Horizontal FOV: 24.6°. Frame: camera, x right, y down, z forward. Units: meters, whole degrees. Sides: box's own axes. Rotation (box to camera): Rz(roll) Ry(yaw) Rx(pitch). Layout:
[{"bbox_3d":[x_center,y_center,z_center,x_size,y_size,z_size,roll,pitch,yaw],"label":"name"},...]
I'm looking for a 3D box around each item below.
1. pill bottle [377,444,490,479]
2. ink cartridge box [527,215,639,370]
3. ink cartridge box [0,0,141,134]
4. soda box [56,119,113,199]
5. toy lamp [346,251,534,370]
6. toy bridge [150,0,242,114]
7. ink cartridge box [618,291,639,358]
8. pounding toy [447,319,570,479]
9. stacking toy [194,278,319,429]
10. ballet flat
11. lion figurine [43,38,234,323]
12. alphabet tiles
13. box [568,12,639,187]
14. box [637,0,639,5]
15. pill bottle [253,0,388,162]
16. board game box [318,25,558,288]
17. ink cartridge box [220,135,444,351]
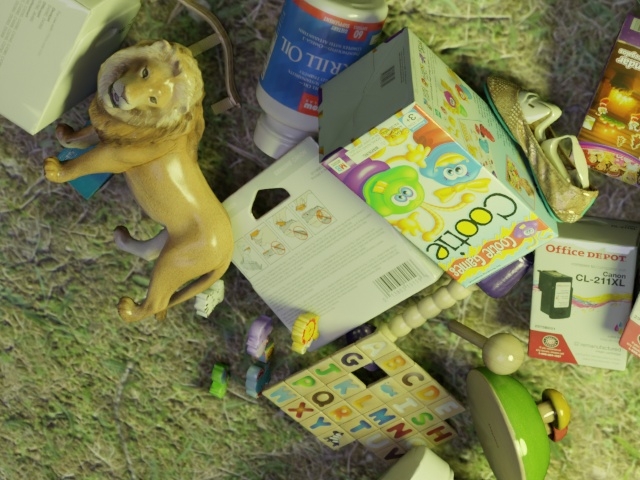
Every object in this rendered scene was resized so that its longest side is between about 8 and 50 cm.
[{"bbox_3d":[0.233,0.472,1.969,0.407,0.229,0.229,42,119,-3],"label":"pill bottle"},{"bbox_3d":[0.331,0.063,1.842,0.127,0.072,0.175,7,116,16],"label":"ink cartridge box"},{"bbox_3d":[-0.392,-0.307,1.841,0.270,0.198,0.197,33,118,2],"label":"ink cartridge box"},{"bbox_3d":[-0.263,-0.152,1.943,0.071,0.067,0.210,44,119,-5],"label":"soda box"},{"bbox_3d":[0.157,0.079,1.904,0.274,0.080,0.080,-37,98,29],"label":"toy lamp"},{"bbox_3d":[-0.149,-0.252,1.884,0.063,0.026,0.188,-24,104,25],"label":"toy bridge"},{"bbox_3d":[0.463,0.067,1.713,0.158,0.092,0.218,33,131,23],"label":"ink cartridge box"},{"bbox_3d":[0.266,0.212,1.899,0.110,0.183,0.237,-18,101,-10],"label":"pounding toy"},{"bbox_3d":[-0.084,0.162,1.996,0.167,0.052,0.221,19,133,22],"label":"stacking toy"},{"bbox_3d":[0.269,-0.121,1.747,0.067,0.073,0.206,-36,78,34],"label":"ballet flat"},{"bbox_3d":[-0.198,-0.067,1.864,0.240,0.142,0.392,-15,123,20],"label":"lion figurine"},{"bbox_3d":[0.071,0.226,1.979,0.198,0.009,0.237,-30,127,26],"label":"alphabet tiles"},{"bbox_3d":[0.454,-0.123,1.689,0.293,0.057,0.201,22,140,8],"label":"box"},{"bbox_3d":[0.433,-0.320,1.649,0.175,0.051,0.220,-31,101,27],"label":"box"},{"bbox_3d":[-0.008,-0.209,1.802,0.124,0.124,0.221,23,119,7],"label":"pill bottle"},{"bbox_3d":[0.138,-0.093,1.736,0.142,0.144,0.275,-32,126,27],"label":"board game box"},{"bbox_3d":[0.000,0.000,1.887,0.239,0.060,0.275,50,136,-7],"label":"ink cartridge box"}]
